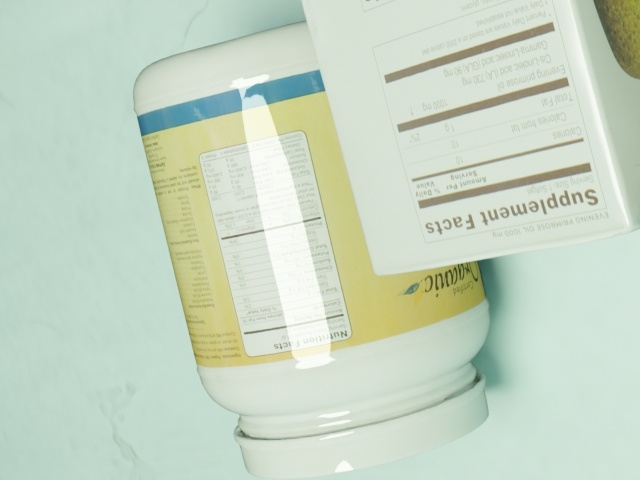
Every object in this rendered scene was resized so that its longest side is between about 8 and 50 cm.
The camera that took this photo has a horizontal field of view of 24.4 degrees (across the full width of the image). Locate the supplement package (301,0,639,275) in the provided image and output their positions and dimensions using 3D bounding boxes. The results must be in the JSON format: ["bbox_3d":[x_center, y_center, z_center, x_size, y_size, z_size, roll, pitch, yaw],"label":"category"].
[{"bbox_3d":[0.080,-0.124,0.593,0.134,0.139,0.244,-12,95,48],"label":"supplement package"}]

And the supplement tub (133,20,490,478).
[{"bbox_3d":[0.000,0.000,0.711,0.144,0.144,0.200,-9,97,47],"label":"supplement tub"}]
